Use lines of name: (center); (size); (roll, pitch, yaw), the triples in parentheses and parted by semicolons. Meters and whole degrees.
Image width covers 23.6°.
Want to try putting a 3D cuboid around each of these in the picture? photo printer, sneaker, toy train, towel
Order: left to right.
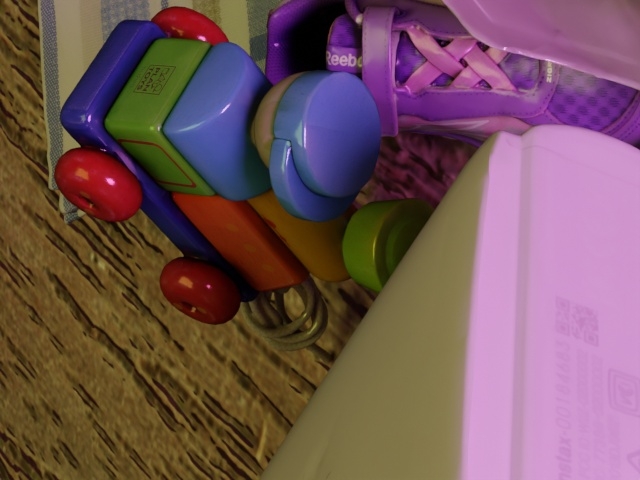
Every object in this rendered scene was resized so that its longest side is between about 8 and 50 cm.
towel: (-0.085, -0.132, 0.925); (0.285, 0.034, 0.209); (-12, 82, 48)
toy train: (0.000, 0.000, 0.730); (0.143, 0.248, 0.105); (10, 61, 41)
photo printer: (0.034, 0.144, 0.560); (0.256, 0.107, 0.307); (-81, 15, -44)
sneaker: (0.060, -0.080, 0.701); (0.236, 0.105, 0.095); (14, 102, 48)

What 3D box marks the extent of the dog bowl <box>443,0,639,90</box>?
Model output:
dog bowl: (0.176, -0.202, 0.522); (0.349, 0.102, 0.348); (-6, 81, 43)
